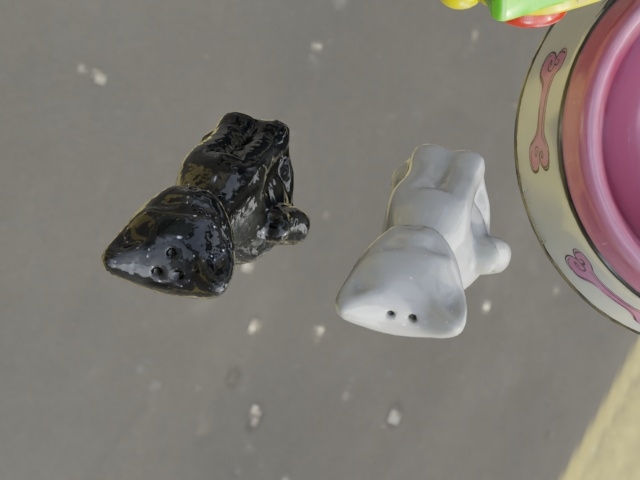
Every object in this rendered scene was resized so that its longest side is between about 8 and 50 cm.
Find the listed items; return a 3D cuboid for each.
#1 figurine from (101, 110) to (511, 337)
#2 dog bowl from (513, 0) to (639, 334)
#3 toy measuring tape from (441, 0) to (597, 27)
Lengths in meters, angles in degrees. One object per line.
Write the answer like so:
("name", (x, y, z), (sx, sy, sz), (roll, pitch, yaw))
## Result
("figurine", (0.000, 0.000, 0.888), (0.209, 0.214, 0.092), (-52, 150, -70))
("dog bowl", (0.394, -0.095, 1.409), (0.150, 0.407, 0.408), (-161, -91, -87))
("toy measuring tape", (0.230, -0.261, 1.292), (0.330, 0.121, 0.121), (-20, 124, -24))
